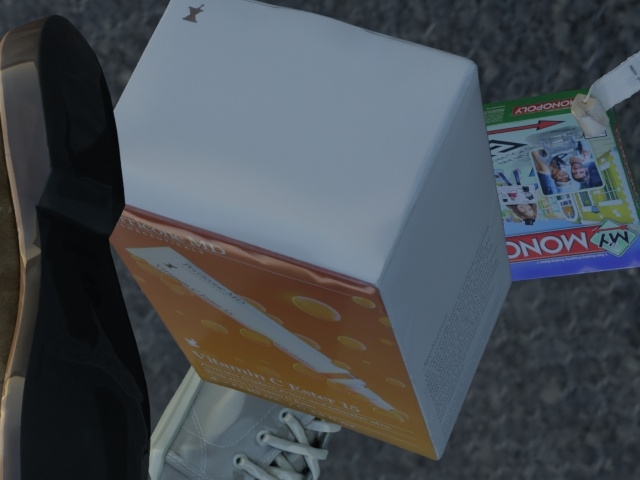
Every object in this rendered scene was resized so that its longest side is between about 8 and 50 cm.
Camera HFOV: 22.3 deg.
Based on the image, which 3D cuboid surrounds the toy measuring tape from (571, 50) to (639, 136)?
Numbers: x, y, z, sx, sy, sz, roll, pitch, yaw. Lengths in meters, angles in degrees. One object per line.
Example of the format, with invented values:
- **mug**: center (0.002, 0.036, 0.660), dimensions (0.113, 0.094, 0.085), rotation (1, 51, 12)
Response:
- **toy measuring tape**: center (0.359, -0.153, 1.257), dimensions (0.330, 0.121, 0.121), rotation (-33, 112, 9)

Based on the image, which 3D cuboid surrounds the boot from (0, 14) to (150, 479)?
- **boot**: center (-0.153, 0.049, 0.759), dimensions (0.115, 0.305, 0.112), rotation (-13, 157, 15)

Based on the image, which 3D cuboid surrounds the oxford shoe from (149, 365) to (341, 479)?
- **oxford shoe**: center (-0.053, 0.181, 1.494), dimensions (0.130, 0.449, 0.169), rotation (8, 155, 36)

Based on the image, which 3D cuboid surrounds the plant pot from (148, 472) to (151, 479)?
- **plant pot**: center (-0.248, 0.183, 0.923), dimensions (0.334, 0.334, 0.305), rotation (45, 149, -13)

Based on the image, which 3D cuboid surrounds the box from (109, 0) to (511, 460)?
- **box**: center (0.000, 0.000, 1.155), dimensions (0.215, 0.168, 0.345), rotation (17, 159, 19)

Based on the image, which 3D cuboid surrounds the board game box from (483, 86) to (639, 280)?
- **board game box**: center (0.176, -0.047, 1.728), dimensions (0.317, 0.046, 0.213), rotation (-8, 128, 23)
